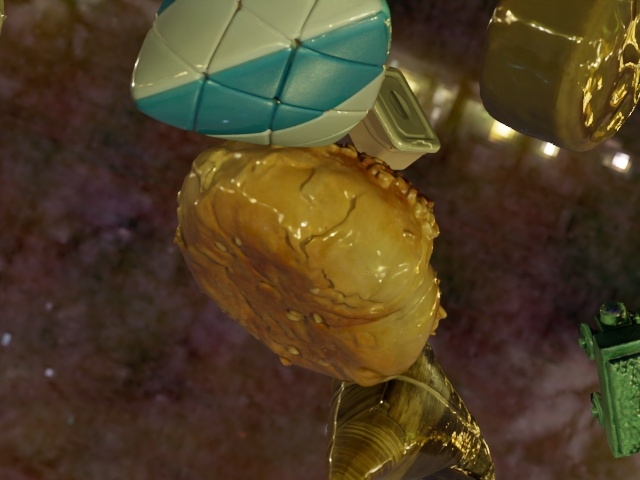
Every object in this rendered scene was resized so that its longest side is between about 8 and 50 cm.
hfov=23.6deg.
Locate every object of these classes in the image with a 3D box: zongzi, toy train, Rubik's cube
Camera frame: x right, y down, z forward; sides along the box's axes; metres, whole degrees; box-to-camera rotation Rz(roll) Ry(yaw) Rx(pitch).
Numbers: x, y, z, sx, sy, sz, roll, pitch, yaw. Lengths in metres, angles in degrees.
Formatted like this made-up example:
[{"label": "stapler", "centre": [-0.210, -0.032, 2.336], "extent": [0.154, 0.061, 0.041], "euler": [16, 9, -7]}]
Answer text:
[{"label": "zongzi", "centre": [0.098, 0.262, 1.803], "extent": [0.286, 0.134, 0.288], "euler": [55, -151, -29]}, {"label": "toy train", "centre": [0.307, 0.145, 1.543], "extent": [0.070, 0.172, 0.099], "euler": [-14, -149, 0]}, {"label": "Rubik's cube", "centre": [-0.060, -0.152, 1.396], "extent": [0.254, 0.254, 0.254], "euler": [21, -174, -2]}]

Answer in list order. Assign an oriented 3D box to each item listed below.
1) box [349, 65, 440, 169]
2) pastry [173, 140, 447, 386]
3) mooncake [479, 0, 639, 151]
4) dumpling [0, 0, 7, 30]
[{"label": "box", "centre": [0.074, -0.140, 1.781], "extent": [0.089, 0.062, 0.122], "euler": [-1, -123, -49]}, {"label": "pastry", "centre": [0.000, 0.000, 1.591], "extent": [0.284, 0.184, 0.315], "euler": [8, 143, 40]}, {"label": "mooncake", "centre": [0.345, -0.259, 2.026], "extent": [0.155, 0.284, 0.284], "euler": [26, -173, 28]}, {"label": "dumpling", "centre": [-0.298, -0.169, 1.071], "extent": [0.155, 0.181, 0.111], "euler": [39, -160, -4]}]
